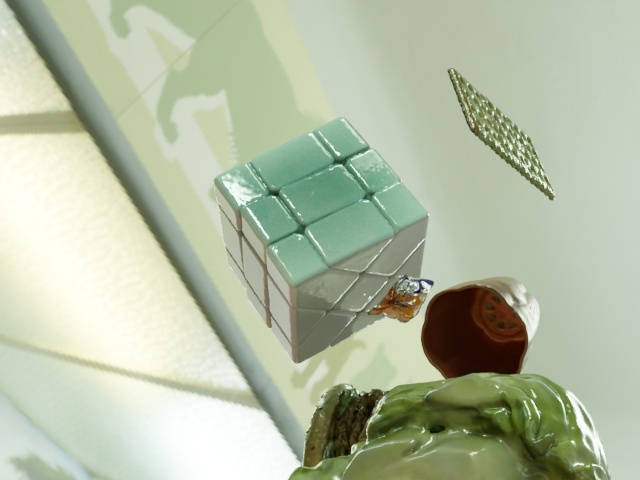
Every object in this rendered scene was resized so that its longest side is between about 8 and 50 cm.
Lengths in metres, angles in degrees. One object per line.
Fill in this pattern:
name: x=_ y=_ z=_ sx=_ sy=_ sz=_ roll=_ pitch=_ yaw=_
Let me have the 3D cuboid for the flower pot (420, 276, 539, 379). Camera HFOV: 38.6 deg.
flower pot: x=0.286 y=0.144 z=1.564 sx=0.190 sy=0.173 sz=0.191 roll=7 pitch=-74 yaw=26

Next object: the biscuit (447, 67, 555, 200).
biscuit: x=0.262 y=-0.153 z=1.318 sx=0.016 sy=0.139 sz=0.231 roll=-34 pitch=-42 yaw=26

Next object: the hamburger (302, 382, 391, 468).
hamburger: x=0.084 y=0.453 z=1.978 sx=0.195 sy=0.318 sz=0.277 roll=3 pitch=-60 yaw=22

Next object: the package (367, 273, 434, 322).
package: x=0.129 y=0.092 z=1.436 sx=0.077 sy=0.111 sz=0.033 roll=21 pitch=-40 yaw=24

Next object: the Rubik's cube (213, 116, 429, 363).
Rubik's cube: x=0.000 y=0.000 z=1.874 sx=0.316 sy=0.321 sz=0.319 roll=51 pitch=-21 yaw=30

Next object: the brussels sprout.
brussels sprout: x=0.178 y=0.365 z=1.167 sx=0.425 sy=0.342 sz=0.361 roll=-31 pitch=-36 yaw=13
